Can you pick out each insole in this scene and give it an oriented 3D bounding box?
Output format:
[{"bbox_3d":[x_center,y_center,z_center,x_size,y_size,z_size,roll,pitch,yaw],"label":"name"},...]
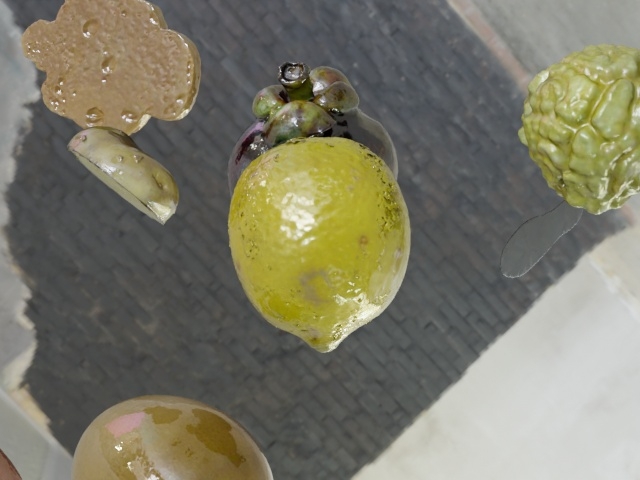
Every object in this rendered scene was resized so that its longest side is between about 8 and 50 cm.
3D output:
[{"bbox_3d":[0.342,-0.012,1.402,0.005,0.253,0.086,18,125,39],"label":"insole"}]

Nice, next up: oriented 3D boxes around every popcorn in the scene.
[{"bbox_3d":[0.408,-0.166,1.318,0.224,0.257,0.270,54,145,17],"label":"popcorn"}]

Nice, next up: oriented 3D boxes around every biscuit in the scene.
[{"bbox_3d":[-0.394,-0.329,1.710,0.375,0.269,0.051,18,-170,15],"label":"biscuit"}]

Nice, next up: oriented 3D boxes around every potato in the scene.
[{"bbox_3d":[-0.292,-0.111,1.406,0.200,0.081,0.164,36,169,25],"label":"potato"}]

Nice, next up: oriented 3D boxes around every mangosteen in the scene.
[{"bbox_3d":[-0.016,-0.138,1.652,0.330,0.330,0.330,47,179,1],"label":"mangosteen"}]

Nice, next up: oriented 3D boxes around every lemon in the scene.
[{"bbox_3d":[0.000,0.000,1.283,0.258,0.257,0.310,52,-145,-75],"label":"lemon"}]

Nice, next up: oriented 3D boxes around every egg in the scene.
[{"bbox_3d":[-0.209,0.340,1.261,0.322,0.250,0.250,19,160,38],"label":"egg"}]

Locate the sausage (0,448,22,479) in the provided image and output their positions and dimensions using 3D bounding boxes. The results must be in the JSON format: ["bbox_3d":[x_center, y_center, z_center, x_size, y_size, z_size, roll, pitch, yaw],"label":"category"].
[{"bbox_3d":[-0.222,0.126,0.566,0.158,0.036,0.042,56,166,-7],"label":"sausage"}]
